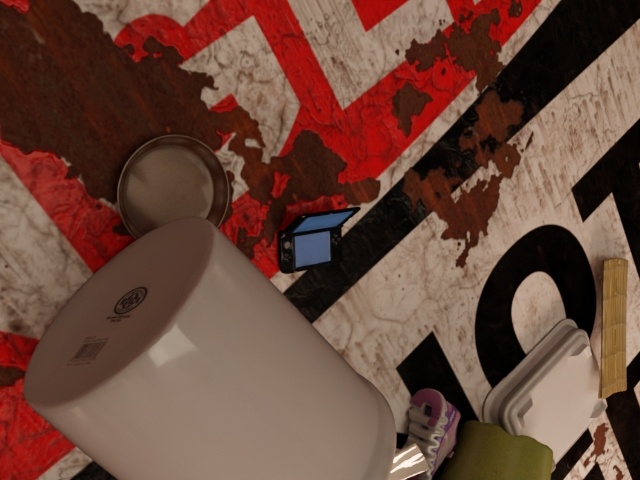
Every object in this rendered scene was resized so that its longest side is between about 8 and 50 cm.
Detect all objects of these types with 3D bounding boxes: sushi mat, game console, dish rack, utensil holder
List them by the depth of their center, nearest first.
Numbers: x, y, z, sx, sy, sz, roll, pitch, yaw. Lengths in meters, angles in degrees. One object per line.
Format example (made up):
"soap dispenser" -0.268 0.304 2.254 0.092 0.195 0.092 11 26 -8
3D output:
"utensil holder" -0.135 0.204 0.949 0.327 0.328 0.385 -48 119 -17
"game console" 0.000 0.000 1.151 0.122 0.071 0.107 -9 104 -33
"dish rack" 0.520 0.368 1.587 0.333 0.072 0.285 -38 118 -24
"sushi mat" 0.675 0.198 1.642 0.151 0.019 0.316 3 88 -46

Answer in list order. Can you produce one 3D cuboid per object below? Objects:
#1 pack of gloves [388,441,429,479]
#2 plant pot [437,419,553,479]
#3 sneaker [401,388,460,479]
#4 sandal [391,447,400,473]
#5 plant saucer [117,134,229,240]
"pack of gloves" 0.097 0.467 1.246 0.232 0.046 0.195 -26 128 3
"plant pot" 0.331 0.500 1.388 0.276 0.276 0.253 34 68 -34
"sneaker" 0.207 0.406 1.368 0.105 0.095 0.236 23 85 -43
"sandal" 0.027 0.384 1.246 0.265 0.076 0.102 -2 123 -15
"plant saucer" -0.211 -0.067 1.018 0.169 0.029 0.168 -7 104 -32
